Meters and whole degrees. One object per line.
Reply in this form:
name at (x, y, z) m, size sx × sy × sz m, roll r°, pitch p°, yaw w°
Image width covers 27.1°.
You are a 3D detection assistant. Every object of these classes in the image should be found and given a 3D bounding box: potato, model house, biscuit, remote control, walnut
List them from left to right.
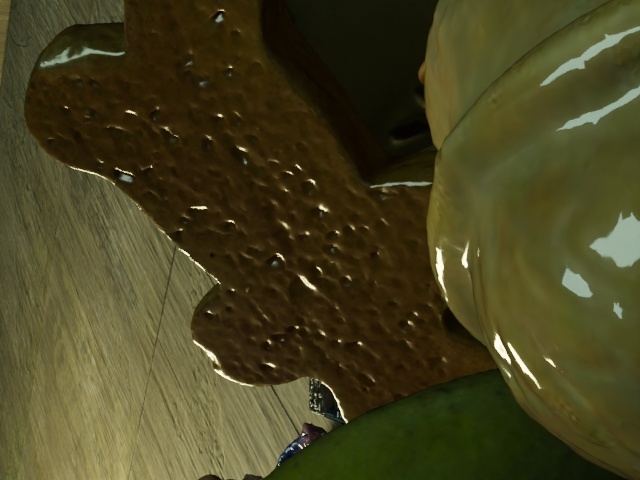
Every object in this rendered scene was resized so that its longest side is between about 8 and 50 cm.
biscuit at (0.001, -0.001, 0.873) m, size 0.283 × 0.432 × 0.064 m, roll -33°, pitch 15°, yaw 43°
remote control at (0.013, 0.139, 1.175) m, size 0.096 × 0.014 × 0.039 m, roll -175°, pitch 86°, yaw -66°
model house at (0.011, -0.203, 0.987) m, size 0.205 × 0.218 × 0.279 m, roll 56°, pitch -163°, yaw -35°
potato at (0.062, 0.214, 0.790) m, size 0.112 × 0.255 × 0.270 m, roll -135°, pitch 51°, yaw -58°
walnut at (0.176, -0.030, 0.549) m, size 0.285 × 0.285 × 0.296 m, roll 124°, pitch 145°, yaw -50°

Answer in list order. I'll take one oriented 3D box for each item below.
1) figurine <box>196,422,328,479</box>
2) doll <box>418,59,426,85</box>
figurine at (-0.039, 0.235, 1.149) m, size 0.126 × 0.157 × 0.114 m, roll -10°, pitch 102°, yaw 59°
doll at (0.150, -0.143, 0.758) m, size 0.221 × 0.142 × 0.135 m, roll -58°, pitch 41°, yaw 37°
